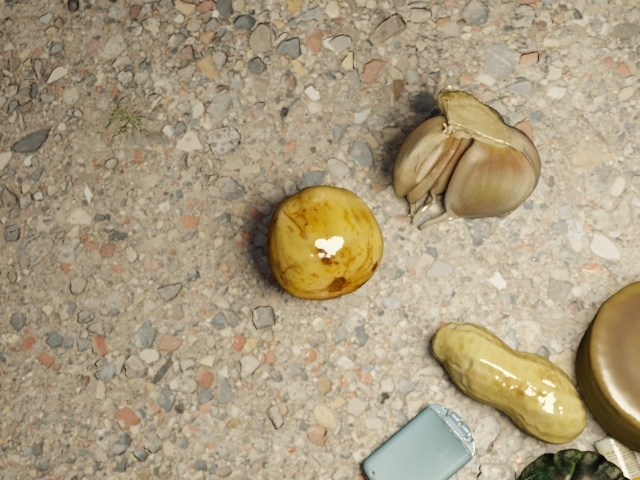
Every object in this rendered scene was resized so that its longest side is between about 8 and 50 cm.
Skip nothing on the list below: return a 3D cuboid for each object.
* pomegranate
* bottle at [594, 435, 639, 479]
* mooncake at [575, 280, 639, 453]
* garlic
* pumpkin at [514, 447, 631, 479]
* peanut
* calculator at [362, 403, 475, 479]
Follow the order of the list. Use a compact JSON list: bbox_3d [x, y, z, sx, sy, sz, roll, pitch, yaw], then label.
[{"bbox_3d":[0.000,0.000,1.508,0.215,0.215,0.215,-2,74,8],"label":"pomegranate"},{"bbox_3d":[0.518,0.429,1.370,0.060,0.060,0.217,-19,71,4],"label":"bottle"},{"bbox_3d":[0.563,0.214,1.357,0.285,0.155,0.284,0,62,-1],"label":"mooncake"},{"bbox_3d":[0.257,-0.134,1.490,0.237,0.292,0.210,-24,61,-24],"label":"garlic"},{"bbox_3d":[0.404,0.444,1.324,0.221,0.162,0.220,0,89,29],"label":"pumpkin"},{"bbox_3d":[0.321,0.236,1.422,0.290,0.130,0.130,31,82,15],"label":"peanut"},{"bbox_3d":[0.170,0.381,1.451,0.210,0.039,0.121,-41,71,-3],"label":"calculator"}]
